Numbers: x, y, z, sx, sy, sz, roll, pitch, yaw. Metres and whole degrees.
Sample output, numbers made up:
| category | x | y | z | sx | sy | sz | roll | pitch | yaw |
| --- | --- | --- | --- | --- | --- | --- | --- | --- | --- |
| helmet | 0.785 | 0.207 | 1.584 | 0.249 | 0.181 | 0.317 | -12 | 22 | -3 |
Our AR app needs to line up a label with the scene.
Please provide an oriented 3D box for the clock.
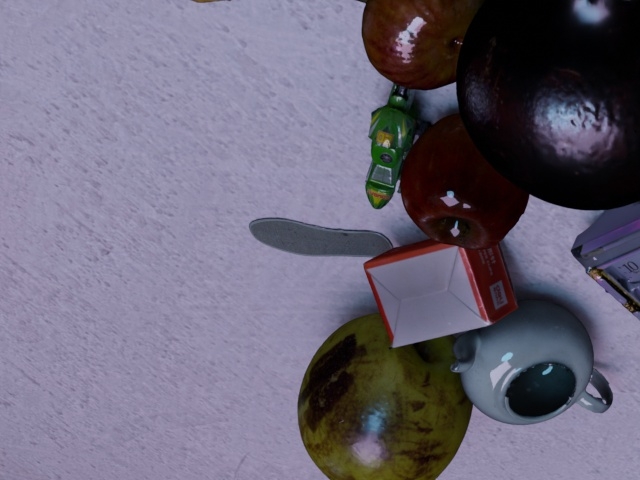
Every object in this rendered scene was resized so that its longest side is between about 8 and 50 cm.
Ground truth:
| category | x | y | z | sx | sy | sz | roll | pitch | yaw |
| --- | --- | --- | --- | --- | --- | --- | --- | --- | --- |
| clock | 0.465 | 0.017 | 1.816 | 0.186 | 0.083 | 0.253 | 40 | 140 | -19 |

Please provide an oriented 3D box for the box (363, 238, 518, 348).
| category | x | y | z | sx | sy | sz | roll | pitch | yaw |
| --- | --- | --- | --- | --- | --- | --- | --- | --- | --- |
| box | 0.167 | 0.062 | 1.987 | 0.182 | 0.099 | 0.133 | -18 | 93 | 39 |

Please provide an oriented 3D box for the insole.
| category | x | y | z | sx | sy | sz | roll | pitch | yaw |
| --- | --- | --- | --- | --- | --- | --- | --- | --- | --- |
| insole | 0.000 | 0.000 | 2.122 | 0.232 | 0.003 | 0.080 | 6 | 140 | 23 |

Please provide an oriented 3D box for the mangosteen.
| category | x | y | z | sx | sy | sz | roll | pitch | yaw |
| --- | --- | --- | --- | --- | --- | --- | --- | --- | --- |
| mangosteen | 0.287 | -0.181 | 1.491 | 0.297 | 0.297 | 0.313 | 17 | 156 | 10 |

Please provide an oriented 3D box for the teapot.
| category | x | y | z | sx | sy | sz | roll | pitch | yaw |
| --- | --- | --- | --- | --- | --- | --- | --- | --- | --- |
| teapot | 0.295 | 0.179 | 2.026 | 0.294 | 0.129 | 0.193 | 19 | 118 | -24 |

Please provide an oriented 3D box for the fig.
| category | x | y | z | sx | sy | sz | roll | pitch | yaw |
| --- | --- | --- | --- | --- | --- | --- | --- | --- | --- |
| fig | 0.114 | -0.248 | 1.651 | 0.202 | 0.148 | 0.149 | -162 | 58 | -75 |

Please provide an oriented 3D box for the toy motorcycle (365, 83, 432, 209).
| category | x | y | z | sx | sy | sz | roll | pitch | yaw |
| --- | --- | --- | --- | --- | --- | --- | --- | --- | --- |
| toy motorcycle | 0.095 | -0.131 | 1.824 | 0.074 | 0.106 | 0.190 | 18 | 141 | 10 |

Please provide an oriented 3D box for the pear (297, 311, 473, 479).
| category | x | y | z | sx | sy | sz | roll | pitch | yaw |
| --- | --- | --- | --- | --- | --- | --- | --- | --- | --- |
| pear | 0.098 | 0.243 | 2.143 | 0.283 | 0.284 | 0.284 | 15 | 142 | 12 |

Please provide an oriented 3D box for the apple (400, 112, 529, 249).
| category | x | y | z | sx | sy | sz | roll | pitch | yaw |
| --- | --- | --- | --- | --- | --- | --- | --- | --- | --- |
| apple | 0.183 | -0.083 | 1.791 | 0.156 | 0.158 | 0.147 | 6 | 154 | 22 |

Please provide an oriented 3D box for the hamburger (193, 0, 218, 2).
| category | x | y | z | sx | sy | sz | roll | pitch | yaw |
| --- | --- | --- | --- | --- | --- | --- | --- | --- | --- |
| hamburger | -0.127 | -0.378 | 1.565 | 0.330 | 0.209 | 0.162 | 30 | 143 | -11 |
